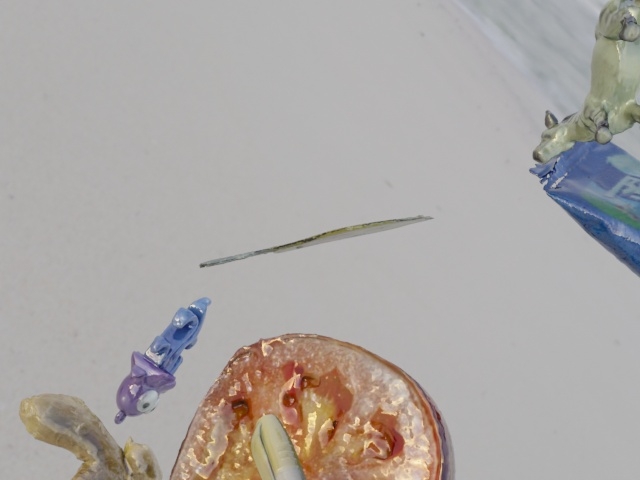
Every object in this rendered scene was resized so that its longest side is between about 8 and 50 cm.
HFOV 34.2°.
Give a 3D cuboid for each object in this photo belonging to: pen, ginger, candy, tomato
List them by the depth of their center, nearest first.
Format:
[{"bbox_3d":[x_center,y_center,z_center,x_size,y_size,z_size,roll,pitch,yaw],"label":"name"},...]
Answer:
[{"bbox_3d":[-0.018,0.232,0.865,0.040,0.032,0.233,15,29,-30],"label":"pen"},{"bbox_3d":[0.004,0.271,1.064,0.144,0.338,0.338,38,17,-50],"label":"tomato"},{"bbox_3d":[0.396,-0.005,1.197,0.331,0.077,0.187,39,38,9],"label":"candy"},{"bbox_3d":[-0.275,0.269,1.212,0.214,0.059,0.133,39,66,-11],"label":"ginger"}]

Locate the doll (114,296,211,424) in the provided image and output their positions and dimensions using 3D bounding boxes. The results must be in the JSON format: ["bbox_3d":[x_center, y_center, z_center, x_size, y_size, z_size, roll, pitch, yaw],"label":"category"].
[{"bbox_3d":[-0.209,0.158,1.383,0.067,0.206,0.110,30,-13,19],"label":"doll"}]

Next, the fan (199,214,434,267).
[{"bbox_3d":[0.000,-0.001,1.413,0.229,0.335,0.011,157,-80,-75],"label":"fan"}]

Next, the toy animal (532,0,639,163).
[{"bbox_3d":[0.280,-0.161,1.008,0.073,0.217,0.176,12,19,-9],"label":"toy animal"}]
